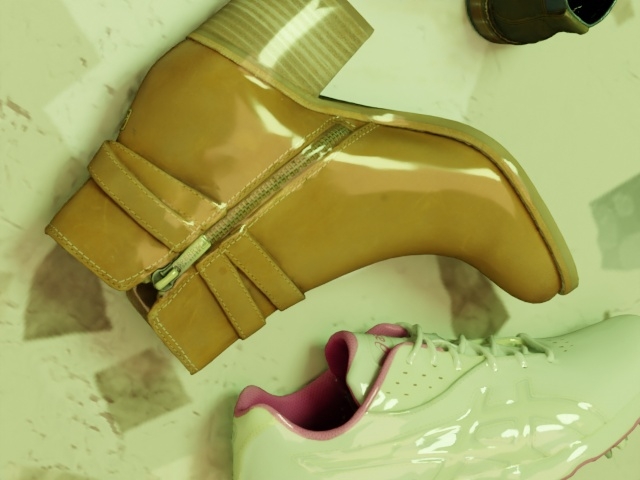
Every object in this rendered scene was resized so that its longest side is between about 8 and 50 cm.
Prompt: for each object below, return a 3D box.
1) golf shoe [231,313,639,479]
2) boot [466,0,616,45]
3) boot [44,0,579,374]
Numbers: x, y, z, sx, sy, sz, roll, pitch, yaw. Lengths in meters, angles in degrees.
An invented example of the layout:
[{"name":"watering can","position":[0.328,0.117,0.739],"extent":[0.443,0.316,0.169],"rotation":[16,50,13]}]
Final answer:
[{"name":"golf shoe","position":[0.084,0.102,0.936],"extent":[0.306,0.115,0.140],"rotation":[-25,105,-15]},{"name":"boot","position":[0.179,-0.214,0.908],"extent":[0.082,0.106,0.219],"rotation":[26,91,-23]},{"name":"boot","position":[0.000,0.000,0.881],"extent":[0.283,0.109,0.220],"rotation":[43,83,-20]}]
